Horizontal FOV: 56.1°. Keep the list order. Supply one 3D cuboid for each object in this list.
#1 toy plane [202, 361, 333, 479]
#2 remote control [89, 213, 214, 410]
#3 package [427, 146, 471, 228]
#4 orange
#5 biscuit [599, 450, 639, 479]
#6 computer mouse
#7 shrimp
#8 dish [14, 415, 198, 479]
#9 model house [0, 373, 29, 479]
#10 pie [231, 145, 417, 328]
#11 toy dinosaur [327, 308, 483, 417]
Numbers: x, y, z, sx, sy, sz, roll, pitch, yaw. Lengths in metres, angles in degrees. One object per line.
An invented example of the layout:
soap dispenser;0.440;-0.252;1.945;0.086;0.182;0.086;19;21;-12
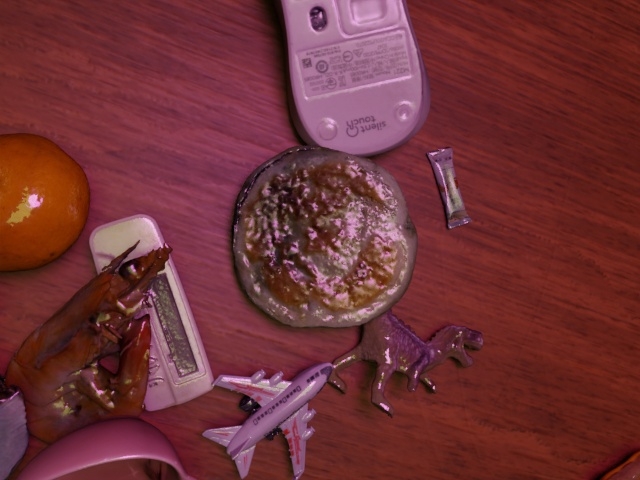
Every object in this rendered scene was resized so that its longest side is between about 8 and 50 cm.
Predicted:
toy plane;-0.053;0.207;0.736;0.171;0.065;0.162;-41;101;-14
remote control;-0.201;0.084;0.716;0.090;0.049;0.230;-18;97;-11
package;0.177;-0.073;0.824;0.037;0.015;0.110;-15;90;-7
orange;-0.330;-0.039;0.659;0.155;0.134;0.154;-1;71;3
biscuit;0.454;0.383;0.855;0.170;0.050;0.170;-1;95;-18
computer mouse;0.030;-0.254;0.746;0.184;0.121;0.296;-16;108;2
shrimp;-0.236;0.126;0.661;0.152;0.063;0.287;45;105;-2
dish;-0.229;0.271;0.659;0.213;0.090;0.213;-9;125;-13
model house;-0.400;0.193;0.652;0.152;0.106;0.165;34;76;29
pie;0.000;0.000;0.734;0.241;0.054;0.240;0;93;5
toy dinosaur;0.085;0.113;0.783;0.251;0.072;0.200;38;70;3
